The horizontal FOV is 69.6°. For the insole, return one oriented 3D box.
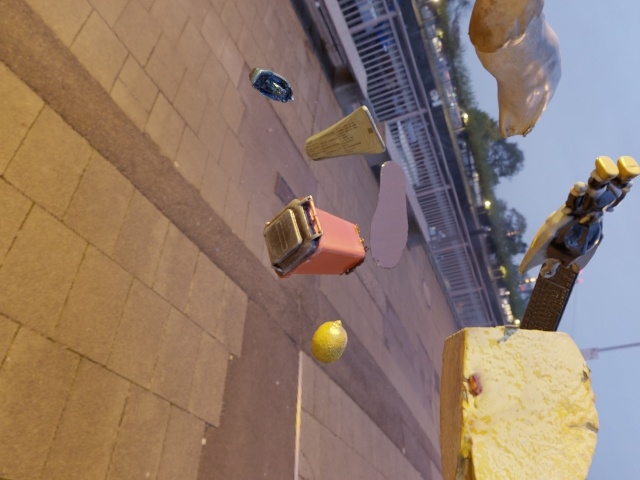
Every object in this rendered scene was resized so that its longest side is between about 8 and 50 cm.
[{"bbox_3d":[0.189,-0.075,1.242,0.111,0.007,0.328,16,65,-17],"label":"insole"}]

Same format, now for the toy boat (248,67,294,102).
[{"bbox_3d":[-0.109,-0.357,1.074,0.061,0.060,0.137,54,20,22],"label":"toy boat"}]

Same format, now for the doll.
[{"bbox_3d":[0.524,-0.031,0.946,0.103,0.145,0.316,50,-31,32],"label":"doll"}]

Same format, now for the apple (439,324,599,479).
[{"bbox_3d":[0.329,0.323,0.858,0.252,0.314,0.309,18,68,-40],"label":"apple"}]

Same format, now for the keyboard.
[{"bbox_3d":[0.606,0.159,1.230,0.018,0.101,0.310,-1,111,-38],"label":"keyboard"}]

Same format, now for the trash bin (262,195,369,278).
[{"bbox_3d":[0.000,0.000,1.165,0.238,0.184,0.161,11,51,-43],"label":"trash bin"}]

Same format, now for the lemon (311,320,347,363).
[{"bbox_3d":[0.022,0.241,1.101,0.082,0.111,0.082,26,15,-7],"label":"lemon"}]

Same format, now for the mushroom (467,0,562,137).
[{"bbox_3d":[0.299,-0.264,0.700,0.095,0.123,0.351,45,10,29],"label":"mushroom"}]

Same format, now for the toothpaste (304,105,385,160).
[{"bbox_3d":[0.018,-0.111,0.520,0.048,0.029,0.197,62,-16,-14],"label":"toothpaste"}]
